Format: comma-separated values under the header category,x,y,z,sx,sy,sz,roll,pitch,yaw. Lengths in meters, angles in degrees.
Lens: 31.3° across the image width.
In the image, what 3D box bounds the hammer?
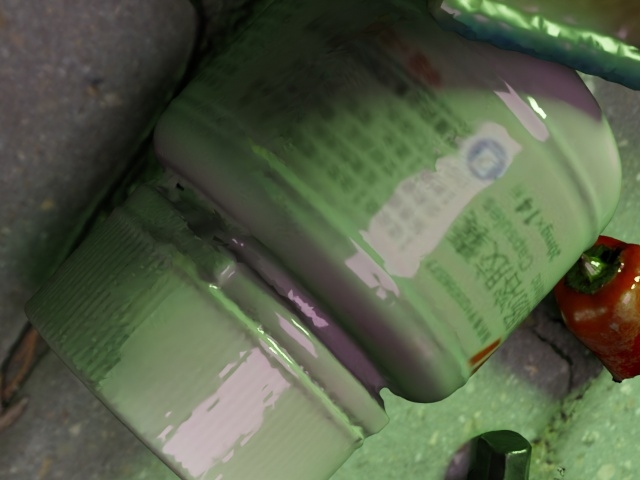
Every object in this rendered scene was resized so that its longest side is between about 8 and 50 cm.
category,x,y,z,sx,sy,sz,roll,pitch,yaw
hammer,0.004,0.222,0.877,0.365,0.043,0.111,-3,108,-25

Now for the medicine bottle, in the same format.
category,x,y,z,sx,sy,sz,roll,pitch,yaw
medicine bottle,0.000,0.000,0.683,0.302,0.241,0.241,-46,121,-7

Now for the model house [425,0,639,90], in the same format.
category,x,y,z,sx,sy,sz,roll,pitch,yaw
model house,0.187,-0.309,0.574,0.382,0.335,0.342,-25,135,17

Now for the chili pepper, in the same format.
category,x,y,z,sx,sy,sz,roll,pitch,yaw
chili pepper,0.231,0.039,0.911,0.192,0.084,0.086,48,49,-33
